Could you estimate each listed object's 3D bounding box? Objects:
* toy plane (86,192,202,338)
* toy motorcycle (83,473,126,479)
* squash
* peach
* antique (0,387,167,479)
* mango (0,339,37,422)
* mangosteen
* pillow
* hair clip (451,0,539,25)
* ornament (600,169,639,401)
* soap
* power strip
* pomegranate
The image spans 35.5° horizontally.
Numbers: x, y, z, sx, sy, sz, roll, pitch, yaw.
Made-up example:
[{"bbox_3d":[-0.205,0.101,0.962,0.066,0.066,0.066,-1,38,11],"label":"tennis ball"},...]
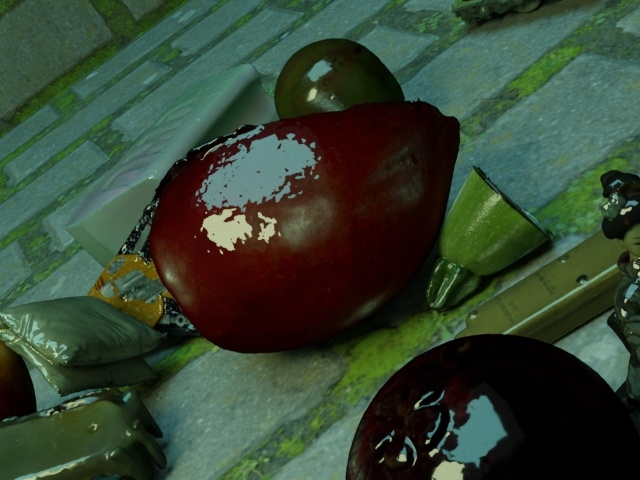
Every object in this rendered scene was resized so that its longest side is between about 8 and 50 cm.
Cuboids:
[{"bbox_3d":[-0.245,0.086,1.277,0.316,0.204,0.103,-36,-19,33],"label":"toy plane"},{"bbox_3d":[-0.245,0.342,0.784,0.237,0.168,0.410,-26,21,2],"label":"toy motorcycle"},{"bbox_3d":[0.149,0.008,0.995,0.132,0.105,0.105,-50,24,12],"label":"squash"},{"bbox_3d":[0.000,0.000,1.035,0.362,0.257,0.201,-21,70,1],"label":"peach"},{"bbox_3d":[-0.299,0.257,1.036,0.284,0.150,0.125,-24,31,2],"label":"antique"},{"bbox_3d":[-0.404,0.231,1.139,0.267,0.133,0.111,-58,33,20],"label":"mango"},{"bbox_3d":[0.116,0.158,0.638,0.210,0.210,0.210,-27,27,15],"label":"mangosteen"},{"bbox_3d":[-0.274,0.115,1.131,0.134,0.181,0.078,33,104,22],"label":"pillow"},{"bbox_3d":[0.333,-0.383,1.425,0.321,0.091,0.138,-17,37,54],"label":"hair clip"},{"bbox_3d":[0.258,0.034,0.687,0.166,0.196,0.153,-44,27,-16],"label":"ornament"},{"bbox_3d":[-0.223,-0.106,1.532,0.208,0.115,0.347,-12,36,50],"label":"soap"},{"bbox_3d":[0.256,0.023,0.880,0.305,0.044,0.064,-33,26,6],"label":"power strip"},{"bbox_3d":[0.006,-0.155,1.330,0.224,0.181,0.181,-53,28,-2],"label":"pomegranate"}]
